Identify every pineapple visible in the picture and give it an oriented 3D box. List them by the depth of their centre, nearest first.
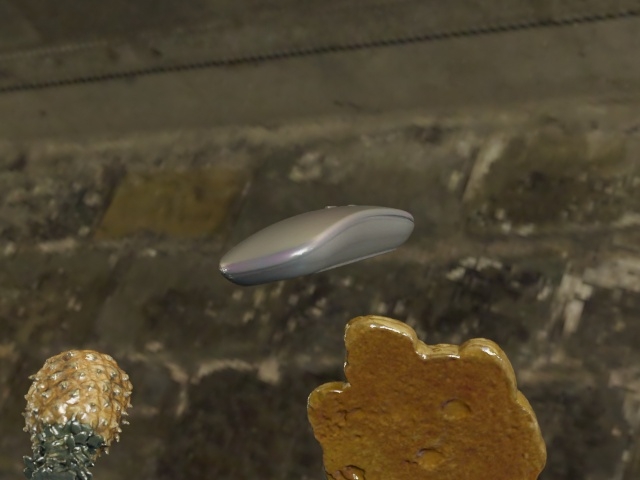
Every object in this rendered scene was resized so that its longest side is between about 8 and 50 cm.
[{"bbox_3d":[-0.350,0.283,1.946,0.157,0.279,0.158,0,125,0],"label":"pineapple"}]

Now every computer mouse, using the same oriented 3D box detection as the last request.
[{"bbox_3d":[-0.001,-0.001,1.310,0.120,0.232,0.057,-11,92,35],"label":"computer mouse"}]

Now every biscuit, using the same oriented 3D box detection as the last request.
[{"bbox_3d":[0.099,0.184,1.285,0.208,0.041,0.290,-20,114,15],"label":"biscuit"}]
